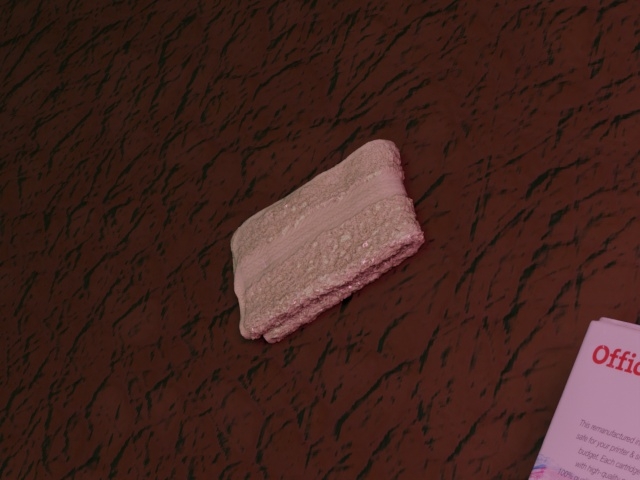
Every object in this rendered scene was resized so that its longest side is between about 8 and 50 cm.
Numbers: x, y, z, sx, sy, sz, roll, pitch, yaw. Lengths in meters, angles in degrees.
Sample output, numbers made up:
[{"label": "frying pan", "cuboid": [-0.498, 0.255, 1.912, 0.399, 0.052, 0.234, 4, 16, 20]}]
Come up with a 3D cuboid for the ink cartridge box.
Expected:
[{"label": "ink cartridge box", "cuboid": [0.169, 0.139, 0.828, 0.127, 0.072, 0.175, 14, 79, 58]}]

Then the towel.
[{"label": "towel", "cuboid": [0.000, 0.000, 1.143, 0.148, 0.027, 0.110, -31, 46, 18]}]
